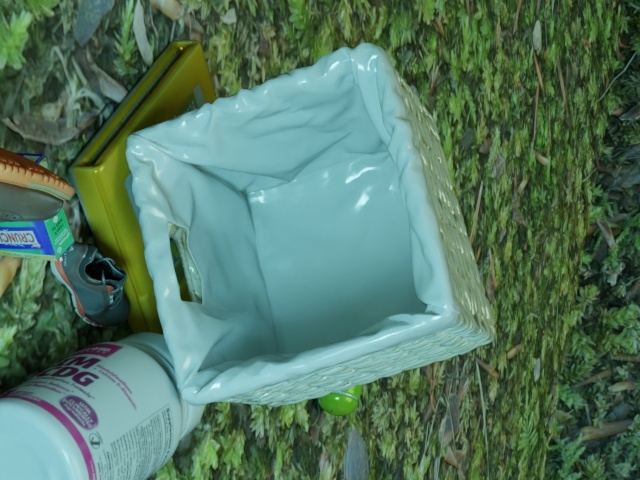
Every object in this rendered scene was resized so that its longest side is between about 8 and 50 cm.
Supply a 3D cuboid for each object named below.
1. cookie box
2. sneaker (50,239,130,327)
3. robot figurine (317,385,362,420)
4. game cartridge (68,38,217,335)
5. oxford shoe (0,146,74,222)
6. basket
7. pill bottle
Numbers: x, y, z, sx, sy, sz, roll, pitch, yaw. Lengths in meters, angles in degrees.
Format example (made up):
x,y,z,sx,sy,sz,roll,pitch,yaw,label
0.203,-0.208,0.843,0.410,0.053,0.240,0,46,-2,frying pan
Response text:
x,y,z,sx,sy,sz,roll,pitch,yaw,label
-0.311,-0.035,1.521,0.040,0.092,0.107,-54,140,-45,cookie box
-0.248,0.054,1.698,0.158,0.065,0.061,56,44,-52,sneaker
0.033,0.222,2.324,0.101,0.067,0.115,56,43,-64,robot figurine
-0.180,-0.041,1.851,0.285,0.052,0.324,-60,143,-44,game cartridge
-0.379,-0.033,1.322,0.363,0.130,0.133,4,105,-48,oxford shoe
0.000,0.000,1.714,0.266,0.331,0.328,24,49,-67,basket
-0.248,0.203,1.601,0.283,0.160,0.160,-31,120,-62,pill bottle
